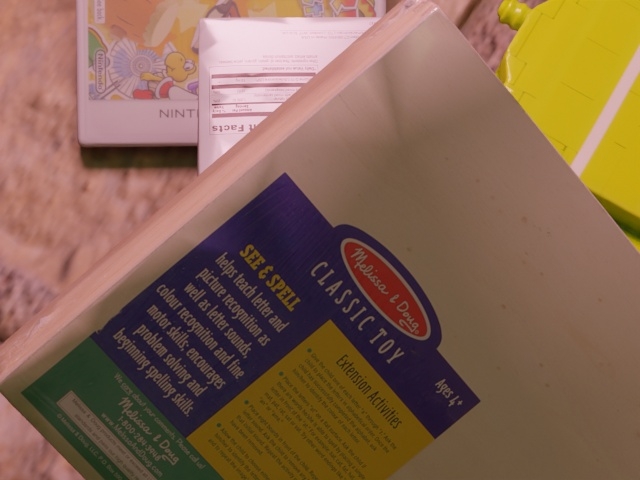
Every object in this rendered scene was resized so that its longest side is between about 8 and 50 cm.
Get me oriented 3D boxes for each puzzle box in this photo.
[{"bbox_3d":[0.073,0.115,0.906,0.272,0.052,0.409,-40,109,3],"label":"puzzle box"}]

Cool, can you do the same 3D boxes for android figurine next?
[{"bbox_3d":[0.224,-0.071,1.207,0.273,0.056,0.248,28,63,5],"label":"android figurine"}]

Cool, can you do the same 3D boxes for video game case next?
[{"bbox_3d":[-0.059,-0.176,1.209,0.206,0.026,0.227,0,93,-4],"label":"video game case"}]

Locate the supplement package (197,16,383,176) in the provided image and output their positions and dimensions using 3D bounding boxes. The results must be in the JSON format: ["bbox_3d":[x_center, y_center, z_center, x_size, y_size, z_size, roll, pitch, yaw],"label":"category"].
[{"bbox_3d":[0.000,0.000,1.098,0.149,0.194,0.203,-1,68,-3],"label":"supplement package"}]
